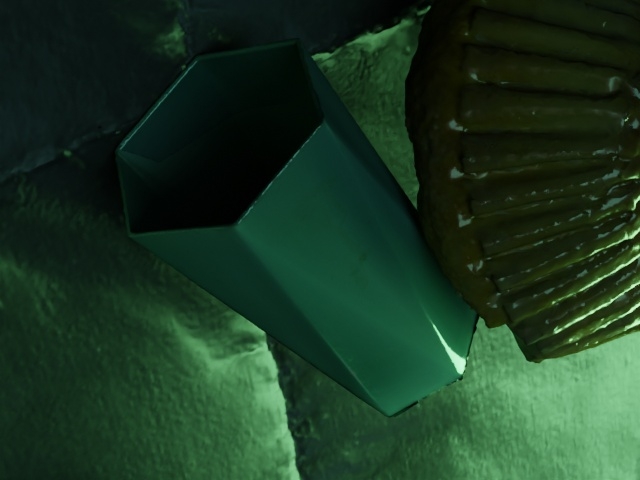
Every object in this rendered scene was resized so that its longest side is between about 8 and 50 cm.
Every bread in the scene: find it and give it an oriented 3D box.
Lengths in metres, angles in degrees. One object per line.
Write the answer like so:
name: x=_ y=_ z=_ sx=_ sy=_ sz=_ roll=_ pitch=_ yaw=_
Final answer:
bread: x=0.162 y=-0.057 z=1.042 sx=0.274 sy=0.149 sz=0.274 roll=11 pitch=77 yaw=-57

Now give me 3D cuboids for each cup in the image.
cup: x=0.000 y=0.000 z=1.005 sx=0.148 sy=0.134 sz=0.235 roll=-50 pitch=133 yaw=-4
